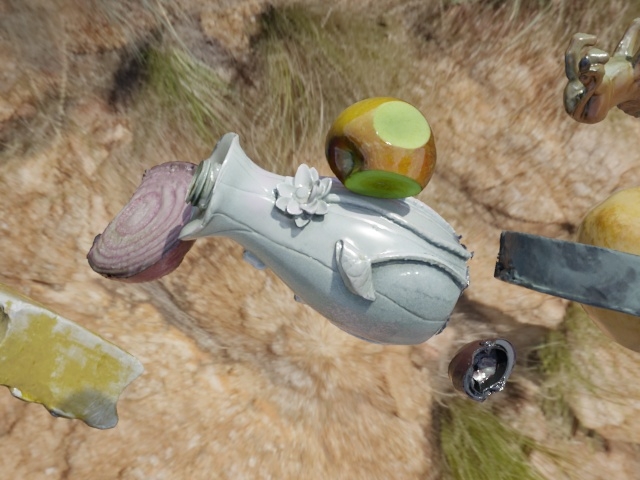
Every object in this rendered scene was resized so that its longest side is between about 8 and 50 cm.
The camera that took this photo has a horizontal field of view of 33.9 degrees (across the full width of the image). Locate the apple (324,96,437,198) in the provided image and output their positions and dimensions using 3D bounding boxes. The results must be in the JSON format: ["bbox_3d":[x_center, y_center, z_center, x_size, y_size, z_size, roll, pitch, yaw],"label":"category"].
[{"bbox_3d":[0.087,-0.135,1.590,0.147,0.146,0.163,-8,65,-31],"label":"apple"}]

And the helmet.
[{"bbox_3d":[0.265,0.212,1.768,0.123,0.070,0.098,-34,119,-31],"label":"helmet"}]

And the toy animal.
[{"bbox_3d":[0.439,-0.234,1.553,0.312,0.097,0.158,-22,125,-38],"label":"toy animal"}]

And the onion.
[{"bbox_3d":[-0.264,-0.011,1.814,0.111,0.247,0.250,50,64,-34],"label":"onion"}]

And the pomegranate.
[{"bbox_3d":[0.392,0.034,1.237,0.207,0.207,0.207,0,84,0],"label":"pomegranate"}]

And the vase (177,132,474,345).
[{"bbox_3d":[0.000,0.000,1.654,0.445,0.250,0.250,25,85,-15],"label":"vase"}]

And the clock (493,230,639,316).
[{"bbox_3d":[0.254,0.034,0.853,0.225,0.226,0.049,11,93,1],"label":"clock"}]

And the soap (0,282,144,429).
[{"bbox_3d":[-0.501,0.169,1.729,0.293,0.335,0.156,39,75,-41],"label":"soap"}]
